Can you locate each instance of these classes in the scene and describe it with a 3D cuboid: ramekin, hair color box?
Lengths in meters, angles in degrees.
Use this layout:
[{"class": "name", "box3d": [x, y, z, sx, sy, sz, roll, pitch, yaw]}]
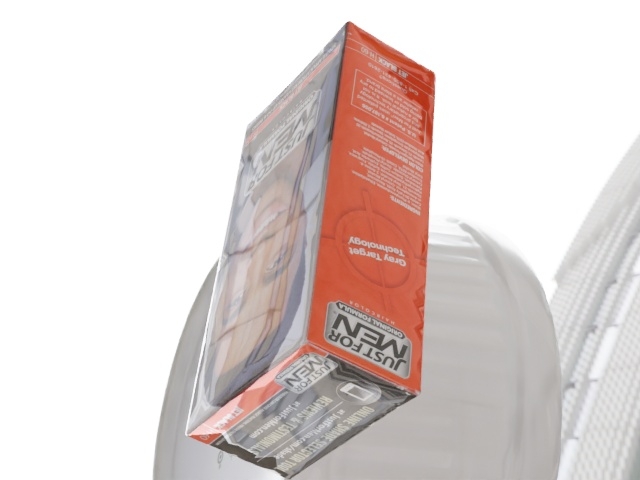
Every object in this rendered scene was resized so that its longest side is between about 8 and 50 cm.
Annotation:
[{"class": "ramekin", "box3d": [0.002, 0.105, 0.654, 0.127, 0.273, 0.272, 14, -106, -23]}, {"class": "hair color box", "box3d": [0.000, 0.000, 0.399, 0.043, 0.072, 0.141, 27, -135, -23]}]
